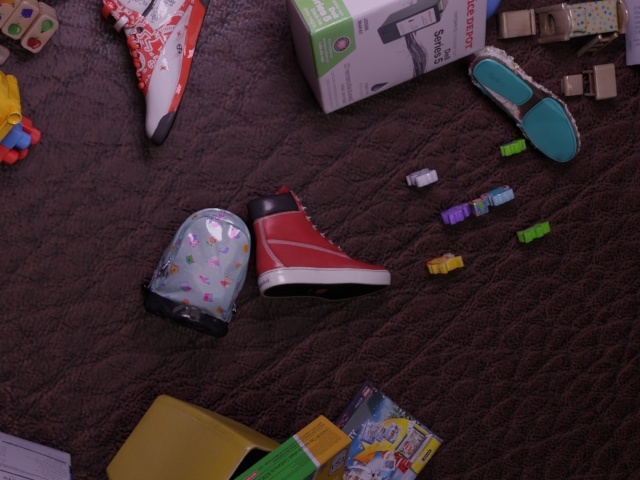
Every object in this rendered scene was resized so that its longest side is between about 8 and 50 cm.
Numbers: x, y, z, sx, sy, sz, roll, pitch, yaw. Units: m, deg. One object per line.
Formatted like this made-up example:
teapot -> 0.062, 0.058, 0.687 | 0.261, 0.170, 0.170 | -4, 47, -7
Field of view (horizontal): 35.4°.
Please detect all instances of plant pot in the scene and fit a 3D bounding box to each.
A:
plant pot -> -0.182, 0.344, 1.471 | 0.187, 0.212, 0.212 | 35, 87, 27

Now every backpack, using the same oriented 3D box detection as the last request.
backpack -> -0.169, 0.042, 1.496 | 0.152, 0.115, 0.182 | 23, 88, -14

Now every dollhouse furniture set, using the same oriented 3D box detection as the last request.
dollhouse furniture set -> 0.393, -0.298, 1.612 | 0.182, 0.101, 0.161 | -10, 100, -14

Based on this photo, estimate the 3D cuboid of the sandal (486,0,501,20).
sandal -> 0.330, -0.474, 1.565 | 0.138, 0.126, 0.317 | 31, 90, -21

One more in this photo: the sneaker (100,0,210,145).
sneaker -> -0.253, -0.283, 1.446 | 0.145, 0.090, 0.270 | 15, 94, -11

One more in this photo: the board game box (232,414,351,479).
board game box -> -0.077, 0.434, 1.460 | 0.242, 0.064, 0.316 | -30, 143, -39

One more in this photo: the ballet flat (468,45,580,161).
ballet flat -> 0.335, -0.229, 1.618 | 0.091, 0.077, 0.241 | -37, 109, 29

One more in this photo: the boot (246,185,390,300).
boot -> 0.000, 0.000, 1.557 | 0.244, 0.088, 0.176 | 7, 63, -38

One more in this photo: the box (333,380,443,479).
box -> 0.068, 0.370, 1.640 | 0.159, 0.044, 0.233 | 39, 86, -16

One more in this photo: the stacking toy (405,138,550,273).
stacking toy -> 0.257, -0.058, 1.637 | 0.221, 0.052, 0.167 | -20, 104, -14

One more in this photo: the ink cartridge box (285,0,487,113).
ink cartridge box -> 0.099, -0.327, 1.455 | 0.273, 0.198, 0.115 | -23, 63, -5

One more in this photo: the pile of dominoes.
pile of dominoes -> -0.462, -0.342, 1.323 | 0.251, 0.040, 0.196 | 27, 117, -40

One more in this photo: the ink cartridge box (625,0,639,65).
ink cartridge box -> 0.672, -0.372, 1.665 | 0.309, 0.130, 0.272 | -8, 101, -14

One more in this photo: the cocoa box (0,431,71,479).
cocoa box -> -0.511, 0.456, 1.395 | 0.231, 0.228, 0.347 | 21, 91, -17

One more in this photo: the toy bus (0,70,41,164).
toy bus -> -0.501, -0.152, 1.368 | 0.220, 0.149, 0.211 | -42, 130, 13
